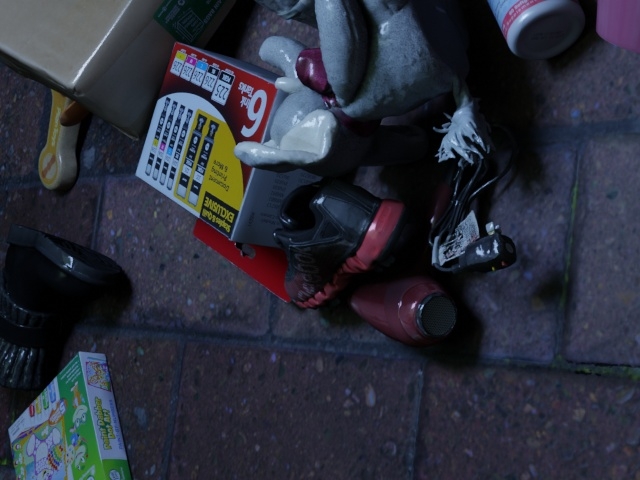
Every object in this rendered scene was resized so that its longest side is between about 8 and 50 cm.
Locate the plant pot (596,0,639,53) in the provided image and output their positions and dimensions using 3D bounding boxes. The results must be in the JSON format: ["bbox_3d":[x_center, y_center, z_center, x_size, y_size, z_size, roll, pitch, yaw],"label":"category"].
[{"bbox_3d":[0.342,-0.268,1.203,0.201,0.201,0.180,38,126,48],"label":"plant pot"}]

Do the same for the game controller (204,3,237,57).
[{"bbox_3d":[-0.267,-0.299,1.983,0.319,0.067,0.166,3,68,32],"label":"game controller"}]

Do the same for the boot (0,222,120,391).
[{"bbox_3d":[-0.451,0.123,2.085,0.348,0.131,0.260,14,84,62],"label":"boot"}]

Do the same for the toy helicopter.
[{"bbox_3d":[-0.410,-0.247,2.171,0.235,0.140,0.355,29,114,41],"label":"toy helicopter"}]

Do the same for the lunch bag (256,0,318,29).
[{"bbox_3d":[-0.016,-0.442,1.614,0.305,0.256,0.213,-45,50,34],"label":"lunch bag"}]

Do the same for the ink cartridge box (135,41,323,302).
[{"bbox_3d":[-0.117,-0.096,1.730,0.309,0.130,0.272,30,105,54],"label":"ink cartridge box"}]

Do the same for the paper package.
[{"bbox_3d":[-0.306,-0.355,1.887,0.309,0.168,0.325,30,84,37],"label":"paper package"}]

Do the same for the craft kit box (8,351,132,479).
[{"bbox_3d":[-0.397,0.344,2.031,0.250,0.061,0.247,-45,52,34],"label":"craft kit box"}]

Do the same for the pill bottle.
[{"bbox_3d":[0.223,-0.282,1.417,0.087,0.087,0.160,-44,49,34],"label":"pill bottle"}]

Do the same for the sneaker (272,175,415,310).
[{"bbox_3d":[0.000,0.000,1.529,0.098,0.135,0.276,-63,9,-26],"label":"sneaker"}]

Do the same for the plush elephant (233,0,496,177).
[{"bbox_3d":[0.034,-0.185,1.470,0.255,0.272,0.330,-27,73,27],"label":"plush elephant"}]

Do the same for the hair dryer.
[{"bbox_3d":[0.132,0.020,1.479,0.293,0.080,0.224,-40,28,37],"label":"hair dryer"}]
